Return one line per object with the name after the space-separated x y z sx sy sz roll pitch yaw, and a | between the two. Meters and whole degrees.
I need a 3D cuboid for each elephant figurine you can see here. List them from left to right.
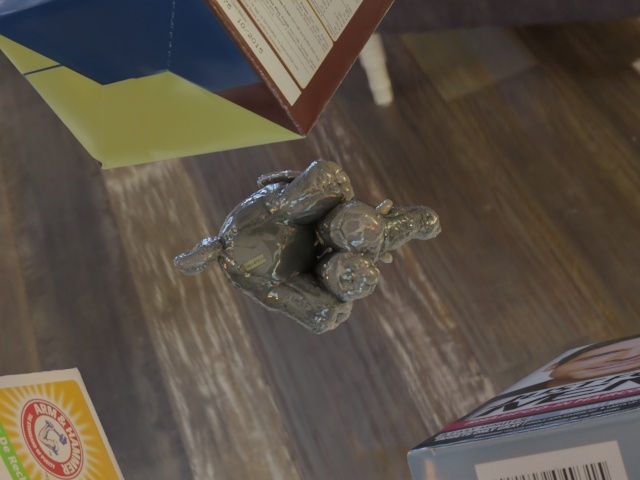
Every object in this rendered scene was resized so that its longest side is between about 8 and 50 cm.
0.000 0.000 1.159 0.186 0.239 0.169 39 102 2 | elephant figurine

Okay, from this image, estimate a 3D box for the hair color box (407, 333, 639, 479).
0.229 0.145 0.840 0.185 0.374 0.114 -16 87 28 | hair color box

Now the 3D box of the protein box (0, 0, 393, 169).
-0.072 -0.172 0.762 0.200 0.136 0.201 -4 43 42 | protein box

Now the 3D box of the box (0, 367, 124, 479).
-0.168 0.139 0.406 0.203 0.103 0.114 -29 78 18 | box
